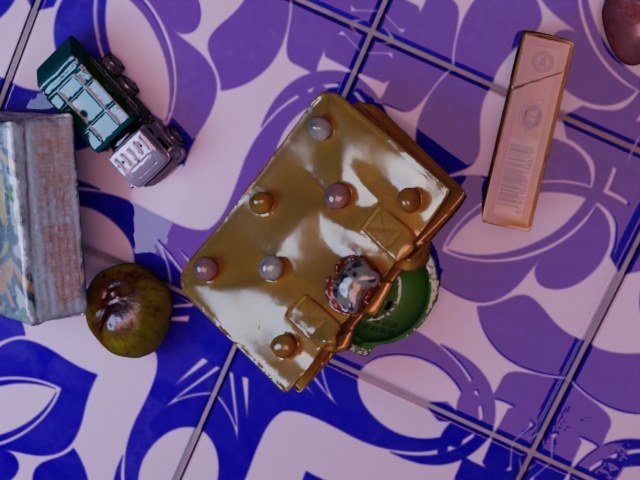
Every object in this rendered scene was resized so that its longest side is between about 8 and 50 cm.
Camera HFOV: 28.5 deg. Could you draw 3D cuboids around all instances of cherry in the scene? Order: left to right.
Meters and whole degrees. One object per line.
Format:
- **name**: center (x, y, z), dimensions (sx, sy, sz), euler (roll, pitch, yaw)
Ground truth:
- **cherry**: center (0.461, -0.309, 1.826), dimensions (0.126, 0.087, 0.106), euler (36, 98, -3)

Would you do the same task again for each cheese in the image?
- **cheese**: center (0.097, 0.024, 1.932), dimensions (0.204, 0.083, 0.320), euler (23, 101, 7)

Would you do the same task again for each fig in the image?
- **fig**: center (-0.300, 0.111, 1.978), dimensions (0.136, 0.121, 0.153), euler (-1, 100, 12)

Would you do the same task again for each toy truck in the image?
- **toy truck**: center (-0.326, -0.195, 1.931), dimensions (0.114, 0.124, 0.253), euler (-41, 91, 14)

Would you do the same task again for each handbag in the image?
- **handbag**: center (0.000, 0.000, 1.865), dimensions (0.283, 0.133, 0.401), euler (45, 102, 23)

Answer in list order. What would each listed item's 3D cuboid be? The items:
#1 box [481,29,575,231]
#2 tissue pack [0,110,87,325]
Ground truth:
- **box**: center (0.298, -0.164, 1.828), dimensions (0.076, 0.174, 0.274), euler (12, 102, 4)
- **tissue pack**: center (-0.466, -0.039, 1.923), dimensions (0.228, 0.128, 0.310), euler (8, 106, 50)
